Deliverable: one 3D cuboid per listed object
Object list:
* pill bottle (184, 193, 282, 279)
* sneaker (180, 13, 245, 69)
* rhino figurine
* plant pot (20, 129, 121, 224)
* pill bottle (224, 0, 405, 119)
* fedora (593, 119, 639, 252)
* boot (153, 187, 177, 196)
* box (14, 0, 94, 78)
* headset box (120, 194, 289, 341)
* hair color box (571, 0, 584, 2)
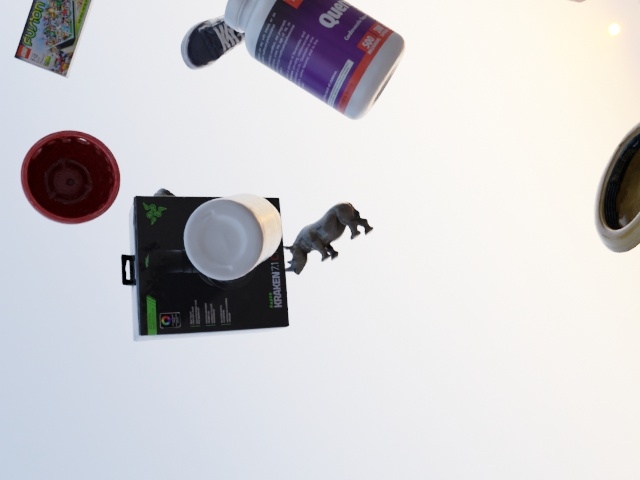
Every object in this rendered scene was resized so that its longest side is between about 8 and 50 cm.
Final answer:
[{"bbox_3d":[-0.113,-0.012,0.904,0.108,0.108,0.180,63,-169,-3],"label":"pill bottle"},{"bbox_3d":[-0.203,-0.503,1.536,0.282,0.153,0.099,-48,-52,-39],"label":"sneaker"},{"bbox_3d":[0.000,0.000,1.525,0.106,0.243,0.073,57,-169,17],"label":"rhino figurine"},{"bbox_3d":[-0.531,-0.130,1.350,0.191,0.174,0.191,-1,-87,-25],"label":"plant pot"},{"bbox_3d":[-0.013,-0.380,1.205,0.323,0.181,0.181,32,-144,1],"label":"pill bottle"},{"bbox_3d":[0.432,-0.069,0.823,0.079,0.194,0.194,17,-134,-4],"label":"fedora"},{"bbox_3d":[-0.355,0.010,1.488,0.161,0.083,0.246,-36,-87,-25],"label":"boot"},{"bbox_3d":[-0.583,-0.477,1.406,0.114,0.036,0.207,19,-86,-16],"label":"box"},{"bbox_3d":[-0.217,0.050,1.161,0.283,0.131,0.246,0,-102,-21],"label":"headset box"},{"bbox_3d":[0.462,-0.534,1.171,0.093,0.053,0.167,-1,-92,-25],"label":"hair color box"}]
